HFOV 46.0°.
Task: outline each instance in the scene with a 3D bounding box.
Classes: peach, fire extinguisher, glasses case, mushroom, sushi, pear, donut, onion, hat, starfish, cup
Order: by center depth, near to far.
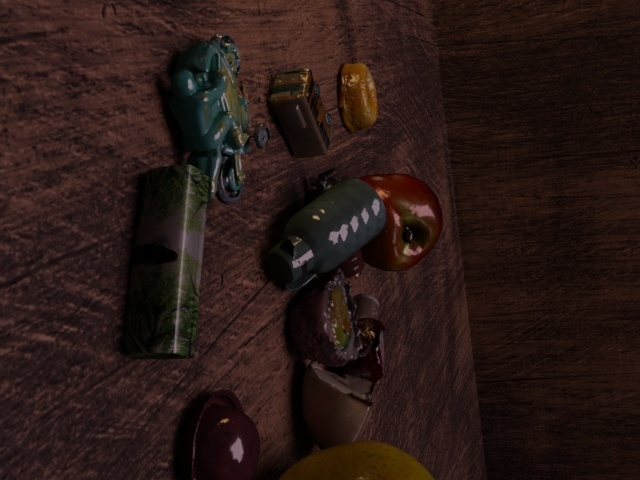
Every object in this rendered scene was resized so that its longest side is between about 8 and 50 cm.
[{"bbox_3d":[-0.222,0.031,1.081,0.062,0.095,0.272,35,53,-62],"label":"glasses case"},{"bbox_3d":[-0.149,0.342,1.224,0.205,0.089,0.206,-4,90,-70],"label":"hat"},{"bbox_3d":[0.065,0.547,1.385,0.418,0.362,0.363,114,-18,-67],"label":"pear"},{"bbox_3d":[-0.143,-0.263,1.452,0.086,0.016,0.092,-11,91,-68],"label":"starfish"},{"bbox_3d":[0.014,0.369,1.628,0.173,0.162,0.236,-63,173,2],"label":"mushroom"},{"bbox_3d":[0.001,0.156,1.628,0.161,0.107,0.241,31,46,-54],"label":"sushi"},{"bbox_3d":[0.036,-0.047,1.759,0.105,0.104,0.269,-58,140,-57],"label":"fire extinguisher"},{"bbox_3d":[0.090,0.289,1.833,0.198,0.135,0.173,87,12,-45],"label":"onion"},{"bbox_3d":[0.156,-0.064,1.899,0.245,0.274,0.249,32,91,-32],"label":"peach"},{"bbox_3d":[0.098,0.204,1.949,0.074,0.102,0.099,35,43,-14],"label":"cup"},{"bbox_3d":[0.108,-0.391,2.050,0.174,0.074,0.190,47,43,-59],"label":"donut"}]

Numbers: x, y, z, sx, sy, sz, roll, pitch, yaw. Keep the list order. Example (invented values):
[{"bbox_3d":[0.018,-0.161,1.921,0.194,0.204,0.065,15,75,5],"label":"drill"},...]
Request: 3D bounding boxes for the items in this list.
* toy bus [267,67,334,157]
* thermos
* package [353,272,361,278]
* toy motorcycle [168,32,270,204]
[{"bbox_3d":[-0.041,-0.270,1.619,0.182,0.091,0.103,65,29,-46],"label":"toy bus"},{"bbox_3d":[0.000,0.000,1.577,0.286,0.145,0.182,-38,153,-37],"label":"thermos"},{"bbox_3d":[0.099,0.045,2.008,0.111,0.033,0.077,-56,148,-51],"label":"package"},{"bbox_3d":[-0.174,-0.208,1.238,0.198,0.109,0.297,0,85,-67],"label":"toy motorcycle"}]
